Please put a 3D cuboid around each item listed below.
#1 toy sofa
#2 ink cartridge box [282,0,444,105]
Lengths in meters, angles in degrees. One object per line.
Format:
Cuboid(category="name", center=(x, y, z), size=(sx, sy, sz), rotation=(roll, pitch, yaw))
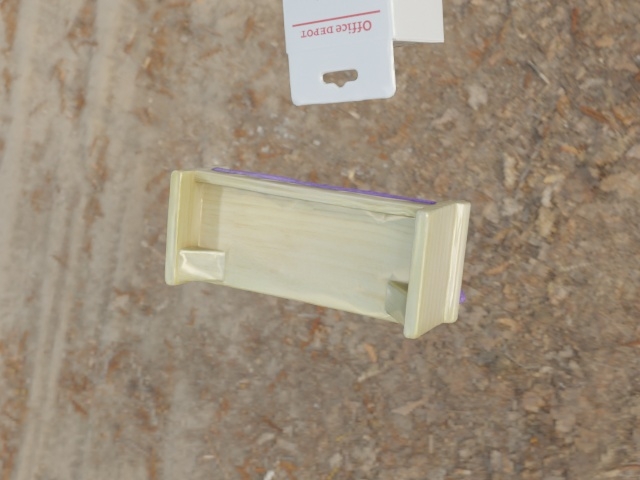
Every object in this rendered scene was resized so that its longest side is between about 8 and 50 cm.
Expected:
Cuboid(category="toy sofa", center=(0.000, 0.000, 1.173), size=(0.363, 0.177, 0.150), rotation=(10, 102, 28))
Cuboid(category="ink cartridge box", center=(0.027, -0.189, 0.677), size=(0.104, 0.060, 0.180), rotation=(3, 100, 43))
